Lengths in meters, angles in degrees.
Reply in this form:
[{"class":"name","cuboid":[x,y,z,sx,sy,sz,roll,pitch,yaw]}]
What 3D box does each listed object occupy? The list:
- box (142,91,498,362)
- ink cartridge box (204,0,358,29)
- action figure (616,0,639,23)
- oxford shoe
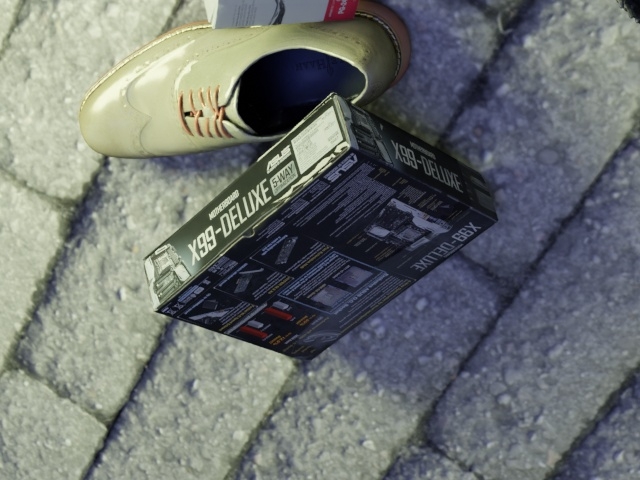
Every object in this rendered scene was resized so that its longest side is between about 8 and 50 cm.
[{"class":"box","cuboid":[0.000,0.000,1.404,0.242,0.076,0.307,22,129,-41]},{"class":"ink cartridge box","cuboid":[-0.044,-0.278,1.307,0.151,0.109,0.063,-6,157,-13]},{"class":"action figure","cuboid":[0.396,-0.281,1.144,0.164,0.141,0.276,27,119,-37]},{"class":"oxford shoe","cuboid":[-0.106,-0.163,1.395,0.397,0.146,0.140,-15,109,22]}]
